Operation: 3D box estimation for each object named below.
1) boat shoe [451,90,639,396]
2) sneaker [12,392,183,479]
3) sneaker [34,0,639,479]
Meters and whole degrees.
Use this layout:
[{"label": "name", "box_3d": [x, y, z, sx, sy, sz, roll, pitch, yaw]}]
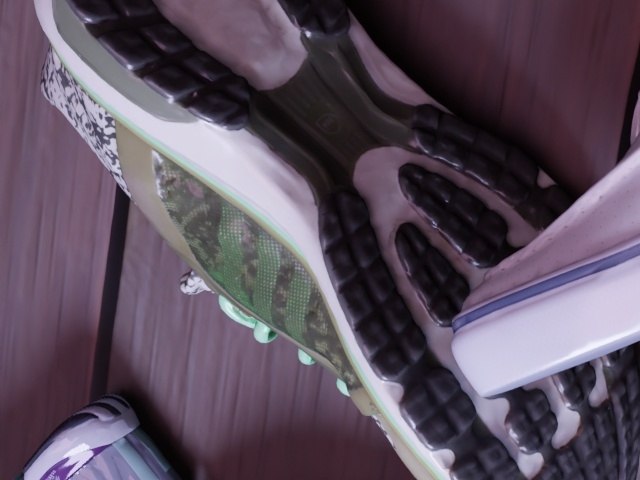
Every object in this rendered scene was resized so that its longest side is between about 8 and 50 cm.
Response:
[{"label": "boat shoe", "box_3d": [0.196, -0.073, 0.859, 0.367, 0.136, 0.156, -31, 81, 18]}, {"label": "sneaker", "box_3d": [-0.160, 0.192, 1.152, 0.098, 0.083, 0.223, 45, 117, 5]}, {"label": "sneaker", "box_3d": [0.000, 0.000, 1.018, 0.410, 0.158, 0.182, 51, 150, 5]}]
